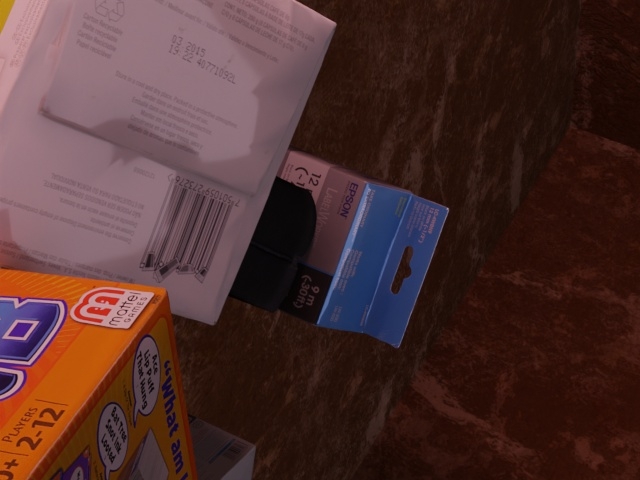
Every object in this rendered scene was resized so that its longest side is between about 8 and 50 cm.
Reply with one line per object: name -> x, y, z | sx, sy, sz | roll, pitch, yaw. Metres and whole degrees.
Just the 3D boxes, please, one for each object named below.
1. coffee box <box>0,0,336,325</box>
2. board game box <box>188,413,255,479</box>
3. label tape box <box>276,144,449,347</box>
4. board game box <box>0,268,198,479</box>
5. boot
coffee box -> -0.258, -0.149, 1.345 | 0.337, 0.334, 0.338 | 22, 90, -47
board game box -> -0.280, 0.321, 1.891 | 0.224, 0.303, 0.098 | -37, 143, -51
label tape box -> 0.000, 0.000, 2.171 | 0.115, 0.347, 0.249 | 3, 108, -66
board game box -> -0.332, 0.261, 1.107 | 0.356, 0.356, 0.357 | -57, 148, -54
boot -> -0.090, -0.094, 1.919 | 0.367, 0.146, 0.445 | -54, 154, 1
